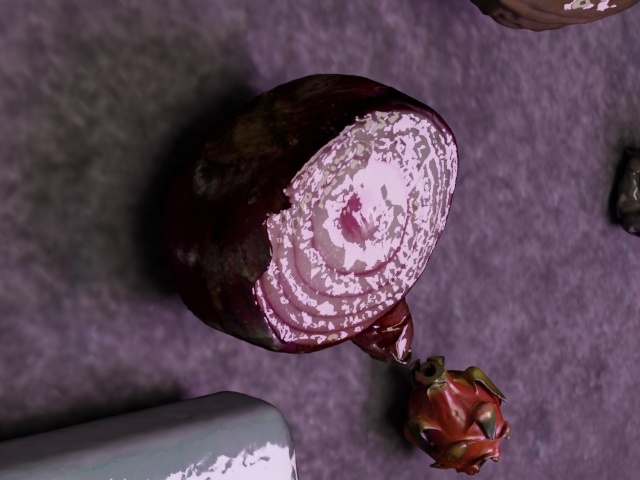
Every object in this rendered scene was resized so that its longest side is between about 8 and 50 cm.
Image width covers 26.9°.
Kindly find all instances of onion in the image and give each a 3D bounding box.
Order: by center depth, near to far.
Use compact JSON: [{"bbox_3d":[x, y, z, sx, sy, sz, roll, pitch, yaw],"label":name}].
[{"bbox_3d":[0.000,0.000,0.885,0.195,0.140,0.218,-53,135,-21],"label":"onion"}]

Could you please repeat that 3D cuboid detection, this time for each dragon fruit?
[{"bbox_3d":[0.106,0.141,1.091,0.086,0.081,0.116,-41,130,7],"label":"dragon fruit"}]

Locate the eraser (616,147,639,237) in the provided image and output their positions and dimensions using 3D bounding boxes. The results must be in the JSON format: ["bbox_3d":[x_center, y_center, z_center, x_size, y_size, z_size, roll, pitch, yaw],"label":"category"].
[{"bbox_3d":[0.441,-0.028,1.388,0.332,0.155,0.102,9,95,-52],"label":"eraser"}]

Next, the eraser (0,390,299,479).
[{"bbox_3d":[-0.139,0.204,0.802,0.290,0.104,0.189,-6,108,-48],"label":"eraser"}]

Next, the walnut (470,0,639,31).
[{"bbox_3d":[0.190,-0.246,1.017,0.230,0.178,0.178,-48,132,-32],"label":"walnut"}]
